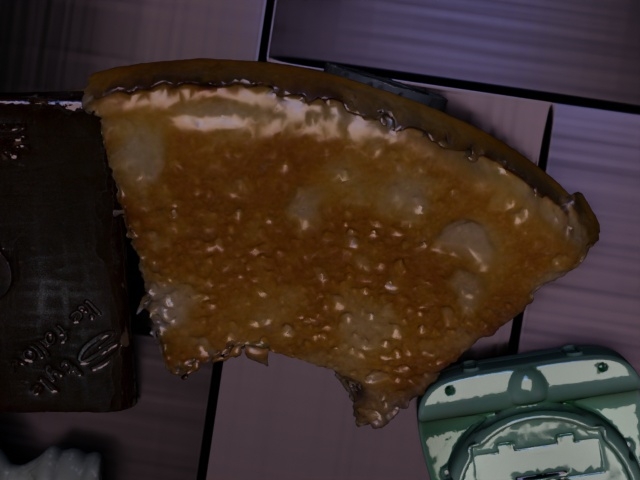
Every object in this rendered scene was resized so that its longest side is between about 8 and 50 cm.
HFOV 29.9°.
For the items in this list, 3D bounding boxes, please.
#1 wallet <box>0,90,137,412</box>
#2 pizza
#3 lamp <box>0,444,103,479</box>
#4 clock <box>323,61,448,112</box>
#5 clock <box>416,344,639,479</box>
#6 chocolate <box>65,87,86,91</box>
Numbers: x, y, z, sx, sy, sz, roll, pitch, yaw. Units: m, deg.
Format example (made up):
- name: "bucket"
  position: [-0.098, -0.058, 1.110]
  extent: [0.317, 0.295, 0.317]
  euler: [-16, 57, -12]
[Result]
- name: "wallet"
  position: [-0.184, 0.015, 0.774]
  extent: [0.122, 0.031, 0.232]
  euler: [-1, 118, -5]
- name: "pizza"
  position: [0.000, 0.000, 0.755]
  extent: [0.323, 0.089, 0.223]
  euler: [16, 118, -7]
- name: "lamp"
  position: [-0.242, 0.160, 0.804]
  extent: [0.193, 0.106, 0.106]
  euler: [11, 93, -7]
- name: "clock"
  position: [0.041, -0.097, 0.777]
  extent: [0.085, 0.085, 0.017]
  euler: [18, 101, 3]
- name: "clock"
  position: [0.148, 0.167, 0.790]
  extent: [0.148, 0.060, 0.189]
  euler: [-12, 92, 4]
- name: "chocolate"
  position: [-0.112, -0.072, 0.797]
  extent: [0.219, 0.085, 0.086]
  euler: [-11, 91, 1]
